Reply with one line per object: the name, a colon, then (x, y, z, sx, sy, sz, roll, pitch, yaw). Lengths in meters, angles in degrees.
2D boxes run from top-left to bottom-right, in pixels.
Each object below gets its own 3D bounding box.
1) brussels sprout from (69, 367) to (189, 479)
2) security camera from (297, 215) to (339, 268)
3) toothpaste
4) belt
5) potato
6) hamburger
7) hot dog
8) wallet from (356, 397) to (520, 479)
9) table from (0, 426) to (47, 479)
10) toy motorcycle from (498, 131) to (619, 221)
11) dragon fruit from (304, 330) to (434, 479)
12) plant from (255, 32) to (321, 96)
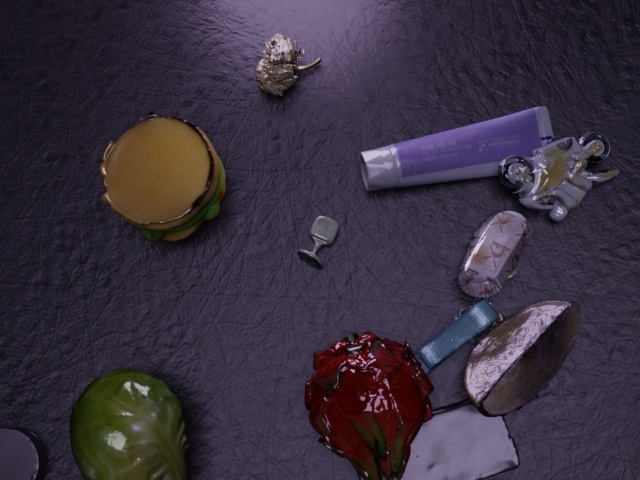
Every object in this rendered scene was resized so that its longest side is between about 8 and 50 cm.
brussels sprout: (-0.329, 0.343, 1.563, 0.244, 0.244, 0.244, -1, 80, 4)
security camera: (0.000, 0.000, 1.691, 0.058, 0.058, 0.092, 29, 70, 8)
toothpaste: (0.261, -0.160, 1.687, 0.371, 0.080, 0.125, -11, 83, -4)
belt: (0.243, 0.173, 1.634, 0.179, 0.100, 0.065, -39, 80, 12)
potato: (0.349, 0.210, 1.616, 0.261, 0.120, 0.100, -43, 41, -13)
hamburger: (-0.281, -0.103, 1.674, 0.237, 0.149, 0.237, -3, 72, 8)
hot dog: (0.314, 0.025, 1.640, 0.099, 0.053, 0.192, 18, 61, 24)
wallet: (0.201, 0.379, 1.614, 0.285, 0.030, 0.146, -19, 76, -1)
table: (-0.571, 0.409, 1.651, 0.133, 0.043, 0.133, -1, 80, 4)
toy motorcycle: (0.439, -0.113, 1.659, 0.228, 0.074, 0.151, -17, 95, -12)
dragon fruit: (0.096, 0.292, 1.537, 0.234, 0.234, 0.293, -25, 70, -1)
plant: (-0.063, -0.336, 1.750, 0.122, 0.104, 0.116, 6, 119, -26)
